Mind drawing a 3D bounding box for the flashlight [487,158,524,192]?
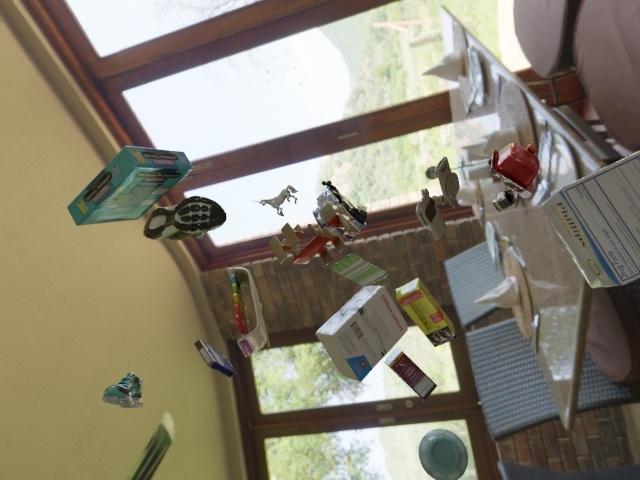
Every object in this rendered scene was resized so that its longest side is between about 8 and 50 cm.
[{"bbox_3d":[0.739,-0.253,1.613,0.304,0.103,0.103,6,-113,-57],"label":"flashlight"}]

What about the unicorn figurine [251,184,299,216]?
[{"bbox_3d":[-0.154,-0.144,1.531,0.111,0.161,0.060,51,175,35],"label":"unicorn figurine"}]

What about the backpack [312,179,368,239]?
[{"bbox_3d":[0.091,-0.122,2.000,0.276,0.213,0.263,33,-170,-20],"label":"backpack"}]

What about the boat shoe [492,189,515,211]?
[{"bbox_3d":[0.578,-0.126,1.289,0.152,0.049,0.056,-33,-89,-50],"label":"boat shoe"}]

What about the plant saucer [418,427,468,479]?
[{"bbox_3d":[0.488,0.848,1.653,0.037,0.194,0.195,79,-174,-59],"label":"plant saucer"}]

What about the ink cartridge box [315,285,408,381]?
[{"bbox_3d":[0.111,0.234,1.079,0.203,0.086,0.148,-38,-76,-30],"label":"ink cartridge box"}]

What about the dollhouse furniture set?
[{"bbox_3d":[0.000,0.000,1.455,0.262,0.259,0.135,5,-134,-50],"label":"dollhouse furniture set"}]

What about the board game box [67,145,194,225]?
[{"bbox_3d":[-0.632,-0.179,1.399,0.079,0.336,0.253,59,-157,6],"label":"board game box"}]

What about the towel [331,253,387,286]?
[{"bbox_3d":[0.127,0.096,1.351,0.152,0.113,0.023,30,-133,-24],"label":"towel"}]

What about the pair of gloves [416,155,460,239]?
[{"bbox_3d":[0.415,-0.146,1.470,0.204,0.042,0.240,44,-111,-39],"label":"pair of gloves"}]

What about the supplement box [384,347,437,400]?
[{"bbox_3d":[0.349,0.519,1.626,0.188,0.081,0.104,44,173,4],"label":"supplement box"}]

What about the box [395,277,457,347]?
[{"bbox_3d":[0.334,0.229,1.310,0.232,0.087,0.058,52,-156,-20],"label":"box"}]

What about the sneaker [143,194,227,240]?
[{"bbox_3d":[-0.521,-0.071,1.702,0.182,0.410,0.158,30,-120,-56],"label":"sneaker"}]

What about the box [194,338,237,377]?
[{"bbox_3d":[-0.455,0.524,1.829,0.136,0.036,0.225,41,170,36],"label":"box"}]

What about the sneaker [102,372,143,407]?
[{"bbox_3d":[-0.467,0.352,0.995,0.166,0.064,0.076,103,167,-62],"label":"sneaker"}]

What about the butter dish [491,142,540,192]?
[{"bbox_3d":[0.648,-0.257,1.346,0.118,0.159,0.160,-60,-1,43],"label":"butter dish"}]

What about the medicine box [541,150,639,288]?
[{"bbox_3d":[0.768,-0.059,1.035,0.264,0.289,0.149,65,-175,14],"label":"medicine box"}]

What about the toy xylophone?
[{"bbox_3d":[-0.250,0.254,1.460,0.323,0.081,0.236,-110,7,-47],"label":"toy xylophone"}]
